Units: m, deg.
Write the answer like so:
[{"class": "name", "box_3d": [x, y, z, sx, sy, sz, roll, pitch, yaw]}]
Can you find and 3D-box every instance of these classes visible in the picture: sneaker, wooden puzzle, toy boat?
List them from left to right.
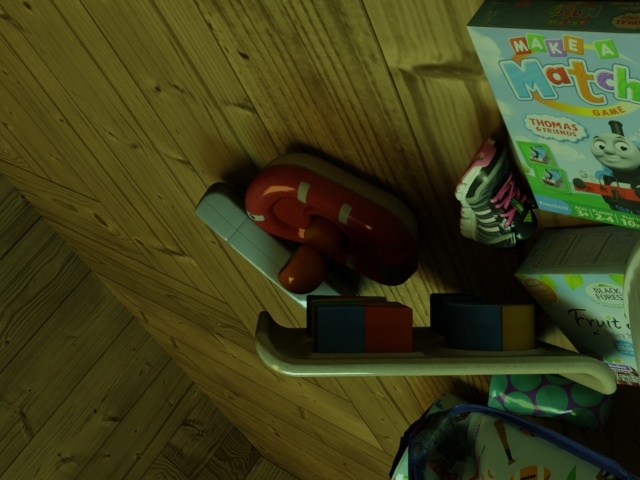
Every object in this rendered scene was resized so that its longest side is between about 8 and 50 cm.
[{"class": "toy boat", "box_3d": [0.000, 0.000, 1.040, 0.231, 0.151, 0.151, 28, 157, 23]}, {"class": "wooden puzzle", "box_3d": [0.104, 0.097, 0.935, 0.347, 0.081, 0.322, 5, 179, -3]}, {"class": "sneaker", "box_3d": [0.176, -0.037, 0.814, 0.074, 0.063, 0.170, 29, 162, 22]}]

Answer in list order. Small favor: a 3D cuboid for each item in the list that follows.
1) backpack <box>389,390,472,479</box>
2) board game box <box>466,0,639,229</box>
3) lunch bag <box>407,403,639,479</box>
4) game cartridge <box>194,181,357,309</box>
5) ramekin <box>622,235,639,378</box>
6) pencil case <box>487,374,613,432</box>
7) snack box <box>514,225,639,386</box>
[{"class": "backpack", "box_3d": [0.211, 0.374, 1.372, 0.191, 0.225, 0.253, 24, 156, 27]}, {"class": "board game box", "box_3d": [0.219, -0.092, 0.662, 0.160, 0.039, 0.211, 17, 150, 44]}, {"class": "lunch bag", "box_3d": [0.303, 0.390, 1.085, 0.328, 0.239, 0.385, 43, 172, -22]}, {"class": "game cartridge", "box_3d": [-0.051, 0.028, 1.214, 0.294, 0.060, 0.196, 40, -173, -10]}, {"class": "ramekin", "box_3d": [0.326, 0.066, 0.610, 0.207, 0.109, 0.207, 10, 131, 12]}, {"class": "pencil case", "box_3d": [0.284, 0.189, 1.051, 0.151, 0.070, 0.064, 11, 152, 28]}, {"class": "snack box", "box_3d": [0.313, 0.065, 0.792, 0.174, 0.070, 0.207, 47, 156, -21]}]
